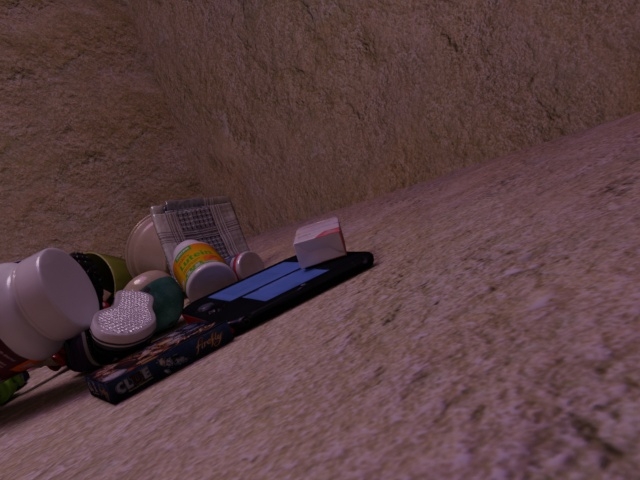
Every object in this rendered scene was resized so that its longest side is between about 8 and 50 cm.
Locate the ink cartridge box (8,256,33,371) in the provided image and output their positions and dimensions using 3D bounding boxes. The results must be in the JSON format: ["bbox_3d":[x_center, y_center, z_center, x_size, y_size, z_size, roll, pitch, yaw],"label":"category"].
[{"bbox_3d":[-0.935,0.242,1.715,0.330,0.324,0.071,-24,8,-19],"label":"ink cartridge box"}]

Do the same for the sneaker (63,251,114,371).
[{"bbox_3d":[-0.587,0.172,1.356,0.124,0.283,0.107,-20,-13,21],"label":"sneaker"}]

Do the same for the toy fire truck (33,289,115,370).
[{"bbox_3d":[-0.659,0.242,1.459,0.217,0.158,0.246,-55,10,26],"label":"toy fire truck"}]

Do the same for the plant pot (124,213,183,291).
[{"bbox_3d":[-0.514,0.060,2.110,0.334,0.333,0.305,-25,18,-29],"label":"plant pot"}]

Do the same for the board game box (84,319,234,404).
[{"bbox_3d":[-0.306,0.222,1.082,0.243,0.042,0.165,-26,7,-35],"label":"board game box"}]

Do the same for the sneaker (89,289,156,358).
[{"bbox_3d":[-0.421,0.204,1.234,0.126,0.127,0.321,13,5,-10],"label":"sneaker"}]

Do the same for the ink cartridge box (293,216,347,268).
[{"bbox_3d":[0.000,0.000,1.410,0.115,0.067,0.198,-17,12,5],"label":"ink cartridge box"}]

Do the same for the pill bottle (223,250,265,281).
[{"bbox_3d":[-0.262,0.100,1.690,0.180,0.108,0.108,-16,8,37],"label":"pill bottle"}]

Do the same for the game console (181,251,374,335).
[{"bbox_3d":[-0.110,0.109,1.336,0.387,0.060,0.342,-25,7,-29],"label":"game console"}]

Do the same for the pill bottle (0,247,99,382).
[{"bbox_3d":[-0.689,0.185,1.201,0.392,0.224,0.224,-27,6,5],"label":"pill bottle"}]

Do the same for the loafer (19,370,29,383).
[{"bbox_3d":[-0.823,0.361,1.525,0.062,0.061,0.170,-23,7,-23],"label":"loafer"}]

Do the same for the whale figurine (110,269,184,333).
[{"bbox_3d":[-0.468,0.205,1.472,0.272,0.141,0.216,-45,-15,-20],"label":"whale figurine"}]

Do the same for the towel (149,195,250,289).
[{"bbox_3d":[-0.395,-0.009,1.946,0.312,0.324,0.056,-12,-23,-34],"label":"towel"}]

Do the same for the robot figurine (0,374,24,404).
[{"bbox_3d":[-0.771,0.356,1.372,0.101,0.067,0.115,-20,5,-14],"label":"robot figurine"}]

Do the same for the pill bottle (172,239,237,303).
[{"bbox_3d":[-0.329,0.084,1.572,0.136,0.136,0.246,-23,29,-19],"label":"pill bottle"}]

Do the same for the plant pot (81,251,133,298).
[{"bbox_3d":[-0.803,0.182,2.261,0.275,0.274,0.293,-18,-9,24],"label":"plant pot"}]
